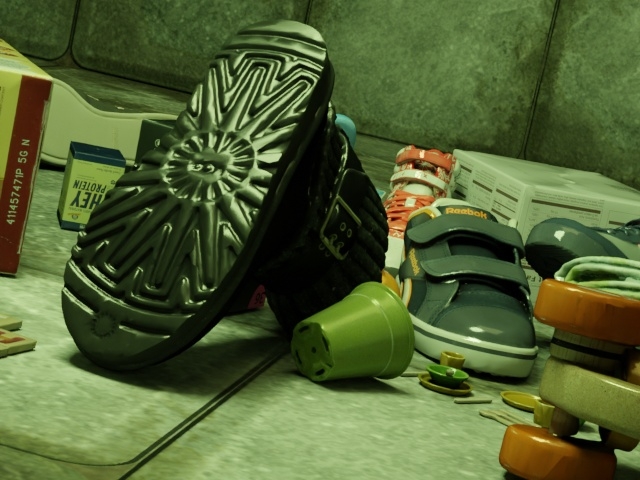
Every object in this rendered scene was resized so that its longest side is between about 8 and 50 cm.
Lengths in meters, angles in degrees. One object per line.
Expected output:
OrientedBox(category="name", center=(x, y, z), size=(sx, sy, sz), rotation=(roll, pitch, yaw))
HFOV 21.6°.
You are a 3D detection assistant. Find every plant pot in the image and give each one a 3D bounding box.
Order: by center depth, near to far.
OrientedBox(category="plant pot", center=(0.021, 0.082, 1.370), size=(0.079, 0.083, 0.083), rotation=(-14, 25, -42))

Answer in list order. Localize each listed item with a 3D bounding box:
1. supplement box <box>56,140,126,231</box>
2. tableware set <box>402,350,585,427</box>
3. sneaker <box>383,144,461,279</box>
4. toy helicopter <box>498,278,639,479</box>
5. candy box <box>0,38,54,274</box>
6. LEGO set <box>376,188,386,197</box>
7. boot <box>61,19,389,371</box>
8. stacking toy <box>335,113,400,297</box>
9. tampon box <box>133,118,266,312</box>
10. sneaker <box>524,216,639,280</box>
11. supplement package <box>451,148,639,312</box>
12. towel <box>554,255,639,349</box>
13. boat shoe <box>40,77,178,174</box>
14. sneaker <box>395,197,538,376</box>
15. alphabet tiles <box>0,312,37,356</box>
OrientedBox(category="supplement box", center=(-0.247, -0.056, 1.801), size=(0.056, 0.083, 0.083), rotation=(10, 9, -14))
OrientedBox(category="tableware set", center=(0.150, 0.124, 1.415), size=(0.104, 0.024, 0.154), rotation=(4, 12, -41))
OrientedBox(category="sneaker", center=(0.096, -0.033, 1.918), size=(0.090, 0.145, 0.270), rotation=(14, 10, 13))
OrientedBox(category="toy helicopter", center=(0.299, 0.129, 1.264), size=(0.235, 0.140, 0.355), rotation=(14, 2, 26))
OrientedBox(category="candy box", center=(-0.336, -0.095, 1.605), size=(0.087, 0.183, 0.316), rotation=(10, 10, -20))
OrientedBox(category="LEGO set", center=(-0.009, -0.058, 2.307), size=(0.182, 0.060, 0.244), rotation=(17, 19, 8))
OrientedBox(category="boot", center=(-0.059, 0.018, 1.391), size=(0.131, 0.348, 0.260), rotation=(20, -30, 26))
OrientedBox(category="stacking toy", center=(0.000, 0.000, 1.683), size=(0.165, 0.175, 0.302), rotation=(1, 27, -27))
OrientedBox(category="tampon box", center=(-0.105, -0.022, 1.539), size=(0.101, 0.161, 0.120), rotation=(17, 12, 27))
OrientedBox(category="sneaker", center=(0.321, 0.013, 1.742), size=(0.112, 0.131, 0.319), rotation=(15, -9, 40))
OrientedBox(category="supplement package", center=(0.274, -0.003, 1.971), size=(0.204, 0.145, 0.262), rotation=(9, 10, -15))
OrientedBox(category="towel", center=(0.447, 0.079, 1.546), size=(0.374, 0.090, 0.320), rotation=(7, 3, -31))
OrientedBox(category="boat shoe", center=(-0.319, -0.142, 2.208), size=(0.335, 0.112, 0.095), rotation=(12, -10, -39))
OrientedBox(category="sneaker", center=(0.137, 0.036, 1.631), size=(0.126, 0.127, 0.321), rotation=(11, 11, -12))
OrientedBox(category="alphabet tiles", center=(-0.342, 0.052, 1.256), size=(0.237, 0.009, 0.198), rotation=(15, 9, 21))
